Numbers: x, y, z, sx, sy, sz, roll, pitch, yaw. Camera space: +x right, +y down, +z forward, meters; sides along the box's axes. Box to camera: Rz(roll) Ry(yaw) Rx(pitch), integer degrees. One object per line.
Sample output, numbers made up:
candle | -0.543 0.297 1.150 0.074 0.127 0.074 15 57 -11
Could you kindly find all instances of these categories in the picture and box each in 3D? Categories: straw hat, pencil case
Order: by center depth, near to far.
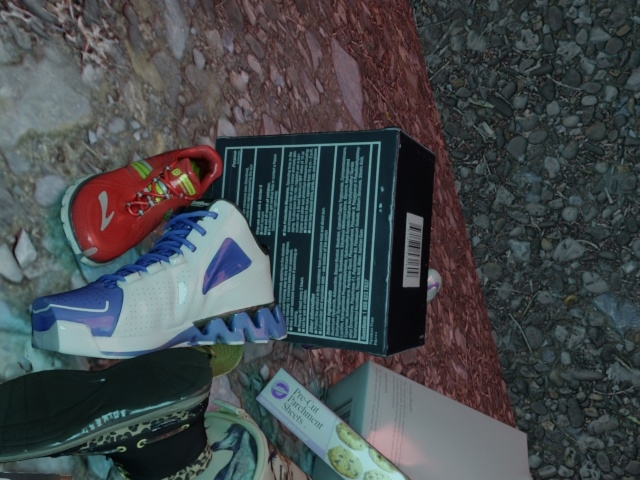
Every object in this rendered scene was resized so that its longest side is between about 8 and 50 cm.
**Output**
straw hat | -0.176 0.157 0.797 0.144 0.144 0.061 -36 149 -62
pencil case | -0.047 0.382 0.818 0.410 0.159 0.184 53 44 -36

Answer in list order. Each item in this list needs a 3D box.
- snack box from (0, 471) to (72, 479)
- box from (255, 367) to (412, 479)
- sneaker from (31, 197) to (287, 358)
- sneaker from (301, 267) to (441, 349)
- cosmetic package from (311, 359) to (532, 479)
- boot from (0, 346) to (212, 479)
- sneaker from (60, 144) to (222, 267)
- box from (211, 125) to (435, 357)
snack box | -0.307 0.243 0.546 0.178 0.022 0.064 33 49 -53
box | 0.044 0.321 0.909 0.324 0.067 0.063 39 -10 16
sneaker | -0.176 0.037 0.715 0.315 0.127 0.182 1 85 -45
sneaker | 0.061 0.086 1.044 0.114 0.305 0.152 12 60 -50
cosmetic package | 0.194 0.404 1.101 0.385 0.156 0.217 30 44 -16
boot | -0.221 0.205 0.613 0.179 0.236 0.085 94 -22 -44
sneaker | -0.217 -0.066 0.777 0.107 0.118 0.279 64 28 -19
box | 0.000 0.000 0.898 0.182 0.294 0.297 9 85 -63
